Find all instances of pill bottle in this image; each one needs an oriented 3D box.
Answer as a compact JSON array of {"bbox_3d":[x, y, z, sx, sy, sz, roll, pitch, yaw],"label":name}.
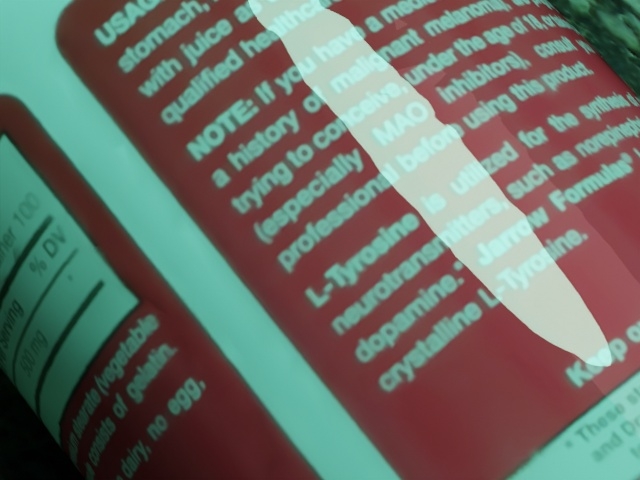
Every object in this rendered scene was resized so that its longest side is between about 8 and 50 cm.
[{"bbox_3d":[0.000,0.000,0.630,0.408,0.229,0.229,50,36,14],"label":"pill bottle"}]
